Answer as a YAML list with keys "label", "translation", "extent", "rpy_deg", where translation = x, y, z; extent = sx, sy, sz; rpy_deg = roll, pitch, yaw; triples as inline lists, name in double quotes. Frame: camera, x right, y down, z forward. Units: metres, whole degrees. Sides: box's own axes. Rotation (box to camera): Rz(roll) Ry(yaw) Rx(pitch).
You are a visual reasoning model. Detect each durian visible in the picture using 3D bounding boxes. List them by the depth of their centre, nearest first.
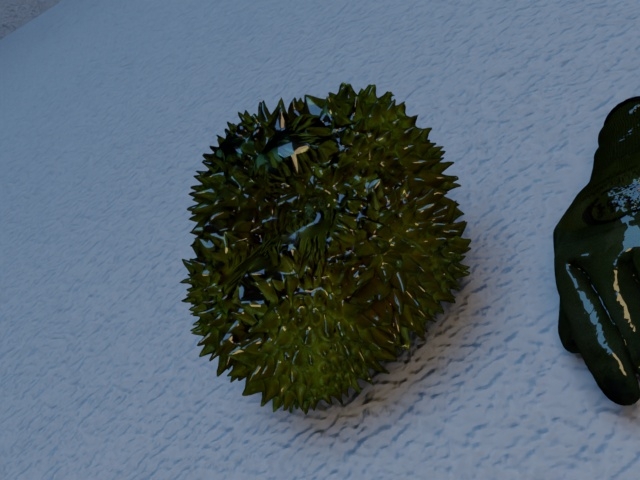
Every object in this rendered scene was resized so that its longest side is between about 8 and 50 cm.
- label: "durian"
  translation: [0.001, -0.001, 0.644]
  extent: [0.291, 0.225, 0.291]
  rpy_deg: [-2, 86, 38]

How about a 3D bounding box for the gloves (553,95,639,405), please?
- label: "gloves"
  translation: [0.233, -0.003, 0.542]
  extent: [0.135, 0.107, 0.268]
  rpy_deg: [-45, 25, 51]
